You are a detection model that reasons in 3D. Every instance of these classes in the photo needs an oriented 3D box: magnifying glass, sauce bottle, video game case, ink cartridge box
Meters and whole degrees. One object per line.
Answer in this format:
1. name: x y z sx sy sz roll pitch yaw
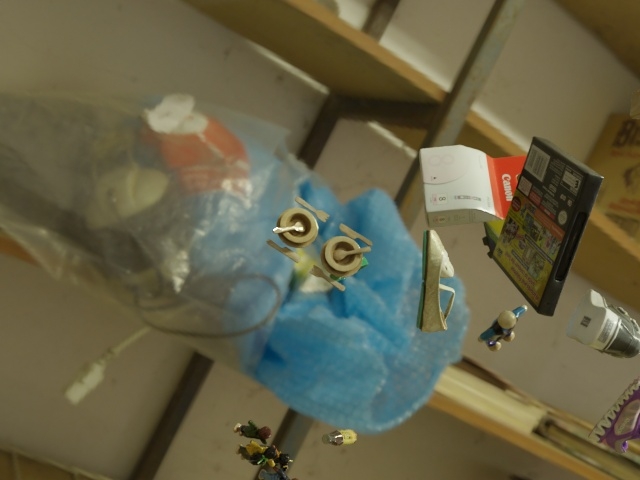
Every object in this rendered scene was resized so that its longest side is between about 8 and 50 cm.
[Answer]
1. magnifying glass: 0.061 0.058 2.034 0.026 0.092 0.231 63 -1 5
2. sauce bottle: 0.049 0.515 2.427 0.042 0.042 0.128 25 7 31
3. video game case: 0.390 -0.033 1.633 0.035 0.248 0.275 13 17 -11
4. ink cartridge box: 0.326 -0.121 1.926 0.232 0.189 0.066 -8 -43 9

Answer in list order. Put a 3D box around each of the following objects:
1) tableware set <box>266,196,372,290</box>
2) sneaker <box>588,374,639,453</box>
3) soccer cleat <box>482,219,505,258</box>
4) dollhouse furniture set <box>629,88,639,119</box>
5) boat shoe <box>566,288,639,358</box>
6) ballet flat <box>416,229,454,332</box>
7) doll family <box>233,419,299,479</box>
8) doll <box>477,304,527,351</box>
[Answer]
1. tableware set: 0.000 0.000 1.874 0.194 0.128 0.039 32 -22 1
2. sneaker: 0.760 0.425 2.268 0.104 0.236 0.095 39 26 20
3. soccer cleat: 0.457 -0.080 2.389 0.121 0.093 0.289 -11 -68 32
4. dollhouse furniture set: 0.893 -0.451 2.160 0.256 0.394 0.362 15 -13 -21
5. boat shoe: 0.565 0.171 1.838 0.102 0.108 0.301 27 4 2
6. ballet flat: 0.171 0.059 1.365 0.052 0.168 0.057 3 26 4
7. doll family: -0.106 0.454 1.932 0.111 0.076 0.193 -8 -49 44
8. doll: 0.385 0.180 1.959 0.046 0.129 0.189 53 -5 19
